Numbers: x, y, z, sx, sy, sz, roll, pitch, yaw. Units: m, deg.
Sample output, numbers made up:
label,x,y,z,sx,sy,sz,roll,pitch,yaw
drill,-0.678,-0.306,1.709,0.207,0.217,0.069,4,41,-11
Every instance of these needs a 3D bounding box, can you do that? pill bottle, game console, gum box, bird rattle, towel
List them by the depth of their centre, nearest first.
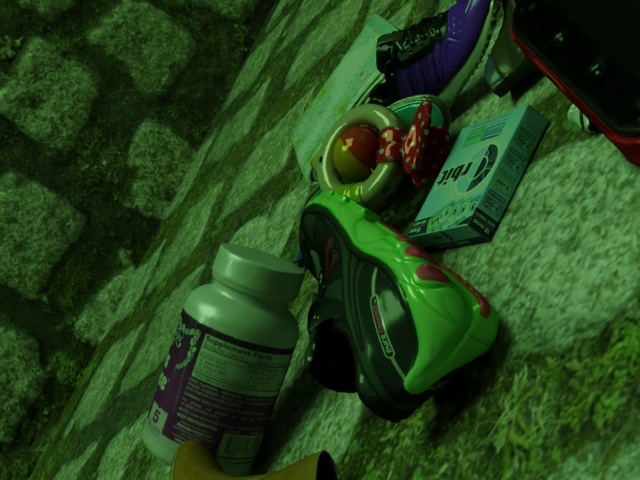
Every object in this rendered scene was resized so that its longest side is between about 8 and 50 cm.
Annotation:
label,x,y,z,sx,sy,sz,roll,pitch,yaw
game console,0.383,-0.275,1.088,0.342,0.060,0.386,-45,32,15
gum box,0.201,-0.078,1.341,0.184,0.041,0.157,-62,18,-17
pill bottle,-0.128,0.164,1.442,0.169,0.169,0.301,-140,69,-73
bird rattle,0.070,-0.116,1.504,0.253,0.143,0.207,-56,46,25
towel,0.000,0.000,1.762,0.119,0.029,0.067,-38,25,47
towel,0.064,-0.272,1.996,0.320,0.090,0.374,-51,17,13

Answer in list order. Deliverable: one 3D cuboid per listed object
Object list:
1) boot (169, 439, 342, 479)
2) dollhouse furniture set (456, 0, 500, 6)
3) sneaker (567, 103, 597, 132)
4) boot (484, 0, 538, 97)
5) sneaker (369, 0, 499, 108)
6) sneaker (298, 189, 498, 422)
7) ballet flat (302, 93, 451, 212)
label,x,y,z,sx,sy,sz,roll,pitch,yaw
boot,-0.069,0.306,1.229,0.211,0.104,0.295,-42,37,17
dollhouse furniture set,0.234,-0.459,1.757,0.182,0.161,0.101,-61,18,-21
sneaker,0.332,-0.168,1.176,0.109,0.040,0.044,-53,33,19
boot,0.269,-0.289,1.484,0.106,0.082,0.219,-45,21,22
sneaker,0.159,-0.285,1.562,0.293,0.146,0.102,120,172,-45
sneaker,0.041,0.073,1.259,0.202,0.185,0.483,-53,15,2
ballet flat,0.093,-0.125,1.626,0.316,0.107,0.106,-38,-7,30
